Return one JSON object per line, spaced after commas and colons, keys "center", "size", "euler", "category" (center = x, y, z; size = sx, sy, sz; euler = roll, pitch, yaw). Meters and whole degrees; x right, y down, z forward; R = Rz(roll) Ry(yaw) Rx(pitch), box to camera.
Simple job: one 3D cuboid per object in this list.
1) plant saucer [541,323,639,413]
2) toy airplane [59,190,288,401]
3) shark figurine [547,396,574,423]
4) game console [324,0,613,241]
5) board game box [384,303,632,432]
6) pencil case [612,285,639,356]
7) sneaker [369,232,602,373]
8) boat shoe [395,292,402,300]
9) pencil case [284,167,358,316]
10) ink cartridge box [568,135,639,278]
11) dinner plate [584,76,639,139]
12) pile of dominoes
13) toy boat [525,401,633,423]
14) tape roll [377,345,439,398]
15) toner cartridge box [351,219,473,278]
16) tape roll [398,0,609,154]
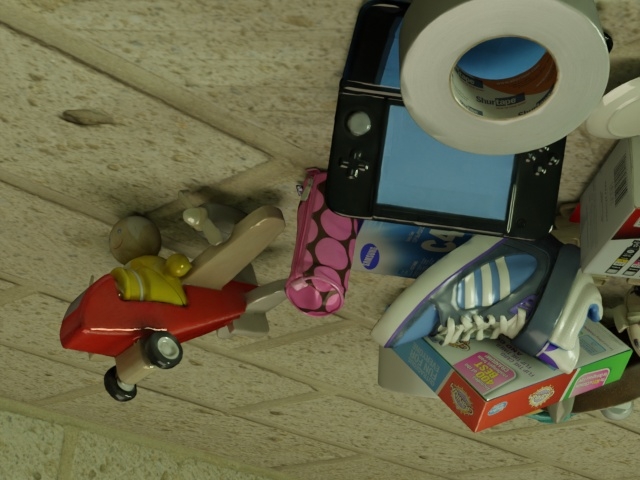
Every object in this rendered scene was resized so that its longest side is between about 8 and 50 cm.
{"center": [0.516, 0.215, 2.037], "size": [0.311, 0.050, 0.310], "euler": [-23, -170, 4], "category": "plant saucer"}
{"center": [-0.237, 0.073, 1.859], "size": [0.386, 0.272, 0.384], "euler": [-30, 170, -8], "category": "toy airplane"}
{"center": [0.349, 0.162, 1.907], "size": [0.278, 0.166, 0.116], "euler": [42, -170, 7], "category": "shark figurine"}
{"center": [0.167, -0.133, 1.343], "size": [0.293, 0.250, 0.173], "euler": [7, -176, -4], "category": "game console"}
{"center": [0.288, 0.159, 1.772], "size": [0.317, 0.242, 0.064], "euler": [-12, 130, -33], "category": "board game box"}
{"center": [0.669, 0.098, 1.776], "size": [0.184, 0.159, 0.410], "euler": [26, 150, -31], "category": "pencil case"}
{"center": [0.261, 0.119, 1.646], "size": [0.323, 0.236, 0.130], "euler": [-35, 167, -20], "category": "sneaker"}
{"center": [0.250, 0.139, 2.074], "size": [0.233, 0.084, 0.079], "euler": [9, -178, 4], "category": "boat shoe"}
{"center": [0.000, 0.000, 1.628], "size": [0.095, 0.209, 0.098], "euler": [-12, 141, 24], "category": "pencil case"}
{"center": [0.525, -0.018, 1.557], "size": [0.310, 0.130, 0.272], "euler": [7, 154, -4], "category": "ink cartridge box"}
{"center": [0.388, -0.157, 1.365], "size": [0.141, 0.017, 0.141], "euler": [-13, 153, -7], "category": "dinner plate"}
{"center": [0.440, -0.005, 1.771], "size": [0.196, 0.040, 0.251], "euler": [6, 149, -2], "category": "pile of dominoes"}
{"center": [0.492, 0.308, 2.328], "size": [0.318, 0.148, 0.267], "euler": [-17, 149, 42], "category": "toy boat"}
{"center": [0.249, 0.227, 2.120], "size": [0.286, 0.100, 0.286], "euler": [1, -179, 0], "category": "tape roll"}
{"center": [0.142, -0.040, 1.675], "size": [0.165, 0.075, 0.348], "euler": [8, 157, -5], "category": "toner cartridge box"}
{"center": [0.193, -0.194, 1.214], "size": [0.219, 0.072, 0.219], "euler": [1, 138, 1], "category": "tape roll"}
